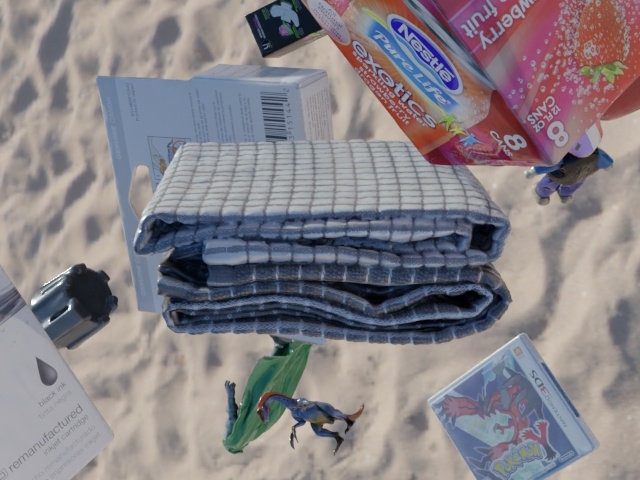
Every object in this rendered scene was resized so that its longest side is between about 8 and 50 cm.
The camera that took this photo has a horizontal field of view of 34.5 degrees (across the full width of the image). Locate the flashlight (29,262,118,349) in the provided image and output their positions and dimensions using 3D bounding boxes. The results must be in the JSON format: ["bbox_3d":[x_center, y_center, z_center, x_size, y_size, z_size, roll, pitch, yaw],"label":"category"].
[{"bbox_3d":[-0.365,0.128,1.211,0.304,0.103,0.103,-34,64,23],"label":"flashlight"}]

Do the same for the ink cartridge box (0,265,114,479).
[{"bbox_3d":[-0.342,0.119,0.869,0.117,0.283,0.207,1,36,50],"label":"ink cartridge box"}]

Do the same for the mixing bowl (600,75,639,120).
[{"bbox_3d":[0.357,-0.221,1.340,0.098,0.181,0.181,-48,50,14],"label":"mixing bowl"}]

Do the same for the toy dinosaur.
[{"bbox_3d":[-0.014,0.157,0.918,0.082,0.090,0.047,31,106,9],"label":"toy dinosaur"}]

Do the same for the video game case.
[{"bbox_3d":[0.267,0.257,1.457,0.201,0.023,0.183,-44,71,37],"label":"video game case"}]

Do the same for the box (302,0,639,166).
[{"bbox_3d":[0.130,-0.167,0.519,0.257,0.128,0.122,-45,20,-14],"label":"box"}]

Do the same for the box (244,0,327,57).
[{"bbox_3d":[-0.029,-0.241,1.135,0.083,0.062,0.052,-22,93,17],"label":"box"}]

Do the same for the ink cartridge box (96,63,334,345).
[{"bbox_3d":[-0.105,-0.045,1.141,0.261,0.066,0.296,8,117,29],"label":"ink cartridge box"}]

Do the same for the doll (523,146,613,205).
[{"bbox_3d":[0.355,-0.103,1.486,0.189,0.129,0.046,101,164,-70],"label":"doll"}]

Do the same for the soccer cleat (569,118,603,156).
[{"bbox_3d":[0.148,-0.168,1.042,0.109,0.116,0.318,-51,42,-5],"label":"soccer cleat"}]

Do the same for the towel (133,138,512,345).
[{"bbox_3d":[0.000,0.000,0.866,0.235,0.283,0.121,-95,3,-71],"label":"towel"}]

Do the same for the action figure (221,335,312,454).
[{"bbox_3d":[-0.078,0.197,1.321,0.063,0.137,0.232,44,126,24],"label":"action figure"}]
